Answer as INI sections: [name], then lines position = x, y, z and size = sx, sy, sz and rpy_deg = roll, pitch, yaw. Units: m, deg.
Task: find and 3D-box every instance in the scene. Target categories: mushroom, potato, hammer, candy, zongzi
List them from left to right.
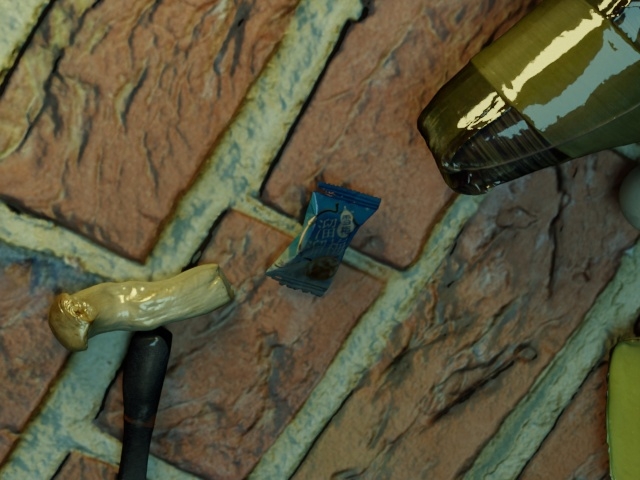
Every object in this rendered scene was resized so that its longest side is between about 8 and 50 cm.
[hammer]
position = -0.197, 0.222, 1.623
size = 0.137, 0.037, 0.290
rpy_deg = 3, 115, -20
[mushroom]
position = -0.184, 0.068, 1.545
size = 0.202, 0.054, 0.059
rpy_deg = -11, 117, -19
[candy]
position = 0.000, 0.000, 1.584
size = 0.088, 0.038, 0.136
rpy_deg = 13, 118, -39
[zongzi]
position = 0.286, -0.120, 1.569
size = 0.289, 0.154, 0.317
rpy_deg = -39, 131, 12
[potato]
position = 0.444, 0.229, 1.801
size = 0.111, 0.160, 0.272
rpy_deg = -30, 120, -48

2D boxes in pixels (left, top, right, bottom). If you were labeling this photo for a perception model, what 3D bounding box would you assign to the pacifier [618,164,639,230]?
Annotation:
[pacifier]
position = 0.452, -0.043, 1.655
size = 0.225, 0.238, 0.287
rpy_deg = 13, 143, 7
